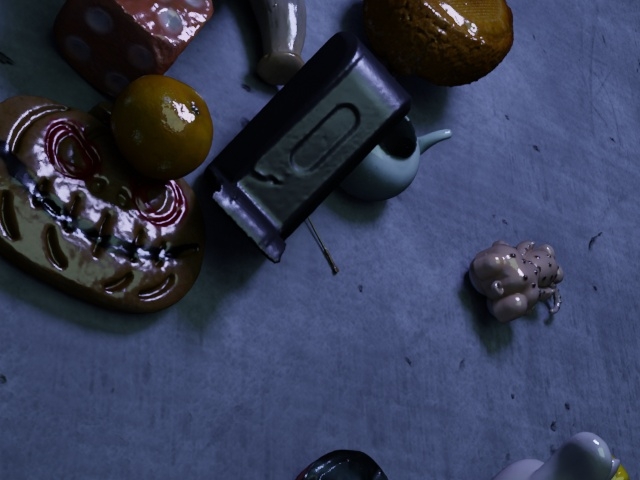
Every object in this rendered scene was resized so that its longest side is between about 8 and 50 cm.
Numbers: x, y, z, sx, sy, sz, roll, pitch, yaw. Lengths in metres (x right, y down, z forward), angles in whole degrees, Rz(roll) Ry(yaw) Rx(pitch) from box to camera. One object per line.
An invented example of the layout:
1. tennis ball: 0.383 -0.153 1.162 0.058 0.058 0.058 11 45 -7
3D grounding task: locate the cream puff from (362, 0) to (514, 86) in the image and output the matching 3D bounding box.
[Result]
1. cream puff: 0.217 -0.421 2.037 0.303 0.212 0.303 19 49 -23

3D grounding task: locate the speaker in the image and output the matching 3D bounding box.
1. speaker: -0.011 -0.147 1.622 0.180 0.184 0.388 46 77 -14

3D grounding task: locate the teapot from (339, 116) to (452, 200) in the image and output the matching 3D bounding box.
1. teapot: 0.094 -0.168 1.845 0.294 0.129 0.193 -2 69 -43

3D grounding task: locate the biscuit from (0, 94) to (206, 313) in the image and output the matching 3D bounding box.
1. biscuit: -0.317 -0.066 1.476 0.367 0.063 0.314 30 52 -26

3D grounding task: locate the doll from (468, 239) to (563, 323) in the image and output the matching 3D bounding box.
1. doll: 0.389 0.073 2.003 0.278 0.119 0.154 -1 69 -52

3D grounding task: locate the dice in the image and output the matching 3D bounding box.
1. dice: -0.283 -0.331 1.570 0.179 0.174 0.175 38 49 -15

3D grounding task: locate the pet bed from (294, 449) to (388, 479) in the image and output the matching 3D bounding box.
1. pet bed: 0.041 0.405 1.548 0.201 0.053 0.201 19 57 -32

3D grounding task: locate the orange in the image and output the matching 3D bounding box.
1. orange: -0.222 -0.163 1.488 0.156 0.124 0.156 27 52 -41

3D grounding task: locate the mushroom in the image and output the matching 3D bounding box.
1. mushroom: -0.073 -0.394 1.843 0.108 0.096 0.247 12 62 -48

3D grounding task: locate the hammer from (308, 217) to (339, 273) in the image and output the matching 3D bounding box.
1. hammer: 0.000 0.000 1.758 0.029 0.014 0.123 -27 90 -37

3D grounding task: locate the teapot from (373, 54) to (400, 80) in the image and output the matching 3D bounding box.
1. teapot: 0.101 -0.322 1.982 0.100 0.068 0.045 17 46 6

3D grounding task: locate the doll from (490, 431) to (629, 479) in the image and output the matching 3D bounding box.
1. doll: 0.341 0.450 1.645 0.365 0.376 0.187 20 47 -57
